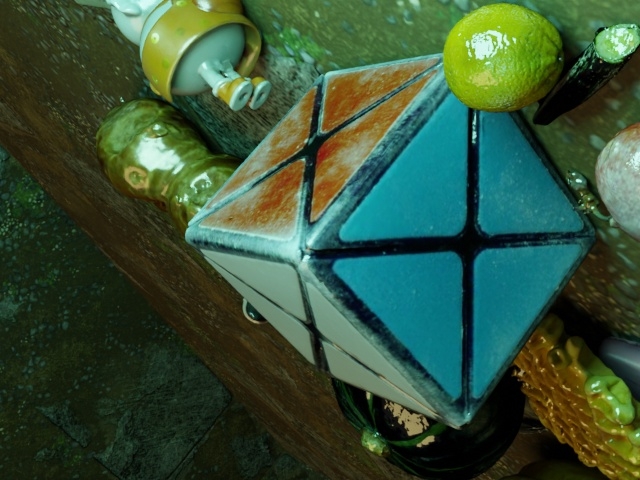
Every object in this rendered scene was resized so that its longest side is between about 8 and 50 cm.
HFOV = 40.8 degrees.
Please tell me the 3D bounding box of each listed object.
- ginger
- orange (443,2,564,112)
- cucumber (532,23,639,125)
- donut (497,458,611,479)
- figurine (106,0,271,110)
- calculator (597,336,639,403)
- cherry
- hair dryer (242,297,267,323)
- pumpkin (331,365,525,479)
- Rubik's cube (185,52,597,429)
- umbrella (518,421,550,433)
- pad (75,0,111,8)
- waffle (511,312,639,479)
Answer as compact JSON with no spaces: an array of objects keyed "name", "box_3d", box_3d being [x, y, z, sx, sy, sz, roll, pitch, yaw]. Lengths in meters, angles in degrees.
[{"name":"ginger","box_3d":[-0.216,-0.105,1.360,0.357,0.152,0.274,37,-179,14]},{"name":"orange","box_3d":[0.142,-0.140,0.666,0.095,0.085,0.085,12,147,42]},{"name":"cucumber","box_3d":[0.202,-0.125,0.661,0.034,0.033,0.135,8,164,-6]},{"name":"donut","box_3d":[0.462,0.512,1.337,0.449,0.198,0.449,37,162,14]},{"name":"figurine","box_3d":[-0.166,-0.236,0.978,0.271,0.143,0.143,29,158,27]},{"name":"calculator","box_3d":[0.426,0.199,0.938,0.294,0.043,0.194,23,156,46]},{"name":"cherry","box_3d":[0.246,-0.045,0.680,0.107,0.090,0.225,34,173,-17]},{"name":"hair dryer","box_3d":[-0.070,0.095,1.381,0.189,0.107,0.344,41,-168,-2]},{"name":"pumpkin","box_3d":[0.144,0.216,1.231,0.315,0.238,0.315,40,160,17]},{"name":"Rubik's cube","box_3d":[0.070,-0.006,0.848,0.260,0.259,0.254,46,162,-27]},{"name":"umbrella","box_3d":[0.318,0.309,1.432,0.269,0.044,0.044,-30,82,61]},{"name":"pad","box_3d":[-0.314,-0.370,1.150,0.265,0.009,0.160,22,154,45]},{"name":"waffle","box_3d":[0.315,0.193,1.059,0.283,0.065,0.309,48,169,6]}]
